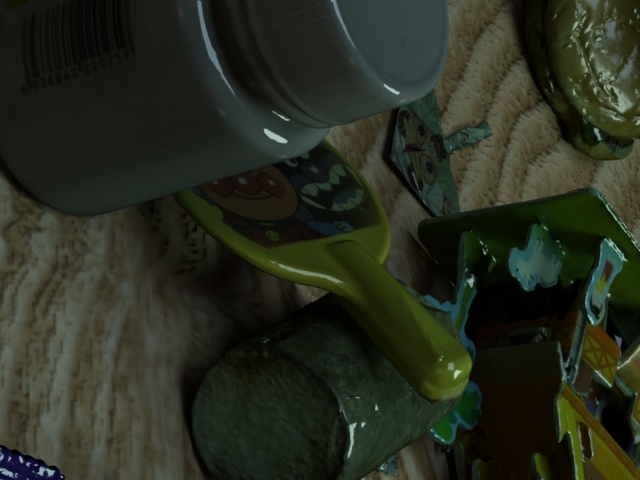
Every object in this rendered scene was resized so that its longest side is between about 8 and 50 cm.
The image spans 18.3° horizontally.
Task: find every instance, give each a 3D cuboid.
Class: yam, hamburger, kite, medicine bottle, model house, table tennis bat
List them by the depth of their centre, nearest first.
[{"bbox_3d":[-0.085,-0.154,1.559,0.208,0.339,0.208,28,55,-49],"label":"medicine bottle"},{"bbox_3d":[0.000,0.000,1.728,0.224,0.054,0.369,-12,53,-49],"label":"table tennis bat"},{"bbox_3d":[0.016,0.130,1.767,0.268,0.161,0.161,-27,100,-54],"label":"yam"},{"bbox_3d":[0.230,0.164,2.000,0.358,0.242,0.313,50,44,-35],"label":"model house"},{"bbox_3d":[0.134,-0.101,2.159,0.250,0.012,0.229,-17,95,-57],"label":"kite"},{"bbox_3d":[0.361,-0.253,2.443,0.285,0.134,0.265,58,35,-21],"label":"hamburger"}]

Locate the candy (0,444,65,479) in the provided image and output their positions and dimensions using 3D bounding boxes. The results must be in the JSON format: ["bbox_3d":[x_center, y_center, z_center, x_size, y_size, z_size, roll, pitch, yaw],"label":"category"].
[{"bbox_3d":[-0.214,0.289,1.442,0.145,0.070,0.275,38,44,-51],"label":"candy"}]

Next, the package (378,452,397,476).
[{"bbox_3d":[0.063,0.174,1.940,0.037,0.015,0.110,21,59,-50],"label":"package"}]
